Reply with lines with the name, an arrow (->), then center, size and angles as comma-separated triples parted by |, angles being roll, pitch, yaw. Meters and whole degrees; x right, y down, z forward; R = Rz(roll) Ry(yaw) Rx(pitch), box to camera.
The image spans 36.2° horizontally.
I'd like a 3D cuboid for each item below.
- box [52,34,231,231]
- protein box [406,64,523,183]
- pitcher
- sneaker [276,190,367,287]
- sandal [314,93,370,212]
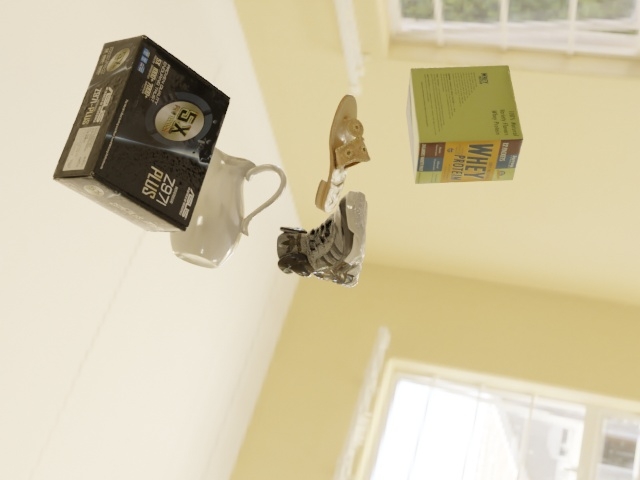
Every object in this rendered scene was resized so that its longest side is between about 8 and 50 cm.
box -> -0.202, -0.119, 1.126 | 0.147, 0.077, 0.180 | 34, -115, -43
protein box -> 0.285, -0.234, 1.973 | 0.136, 0.201, 0.199 | 89, 178, -56
pitcher -> -0.165, -0.055, 1.726 | 0.125, 0.178, 0.207 | 61, -136, -68
sneaker -> 0.000, 0.000, 1.707 | 0.268, 0.153, 0.101 | 96, 177, -61
sandal -> 0.060, -0.156, 1.882 | 0.088, 0.079, 0.240 | -20, -50, -55
